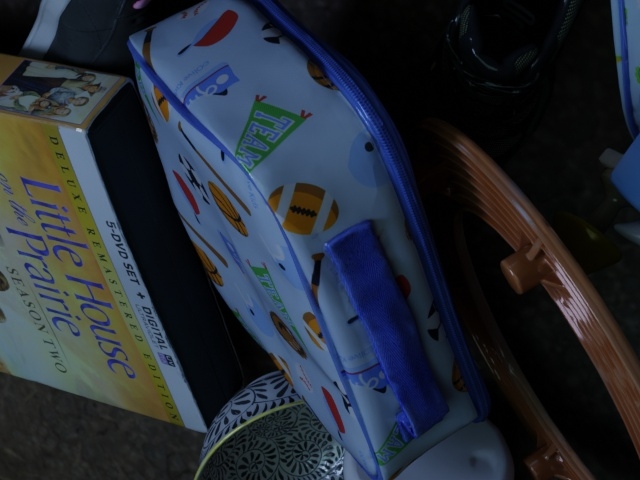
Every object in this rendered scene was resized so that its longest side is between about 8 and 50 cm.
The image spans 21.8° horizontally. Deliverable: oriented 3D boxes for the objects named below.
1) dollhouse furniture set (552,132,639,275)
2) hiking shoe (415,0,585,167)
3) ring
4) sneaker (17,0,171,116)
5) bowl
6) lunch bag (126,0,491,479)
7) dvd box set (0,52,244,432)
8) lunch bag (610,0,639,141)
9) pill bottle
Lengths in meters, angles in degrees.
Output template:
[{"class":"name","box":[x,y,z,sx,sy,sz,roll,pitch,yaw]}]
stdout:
[{"class":"dollhouse furniture set","box":[0.269,0.119,0.922,0.303,0.198,0.286,29,168,36]},{"class":"hiking shoe","box":[0.101,-0.116,1.010,0.086,0.114,0.227,32,125,14]},{"class":"ring","box":[0.131,0.080,0.996,0.032,0.336,0.336,-30,98,-8]},{"class":"sneaker","box":[-0.113,-0.132,1.112,0.147,0.104,0.296,33,144,-5]},{"class":"bowl","box":[-0.019,0.147,1.212,0.170,0.080,0.170,-10,133,-11]},{"class":"lunch bag","box":[0.000,0.000,1.033,0.243,0.115,0.303,45,163,49]},{"class":"dvd box set","box":[-0.277,-0.019,1.235,0.420,0.062,0.307,13,140,28]},{"class":"lunch bag","box":[0.246,-0.142,0.920,0.176,0.090,0.219,8,117,38]},{"class":"pill bottle","box":[0.073,0.220,1.173,0.118,0.117,0.208,19,136,22]}]
